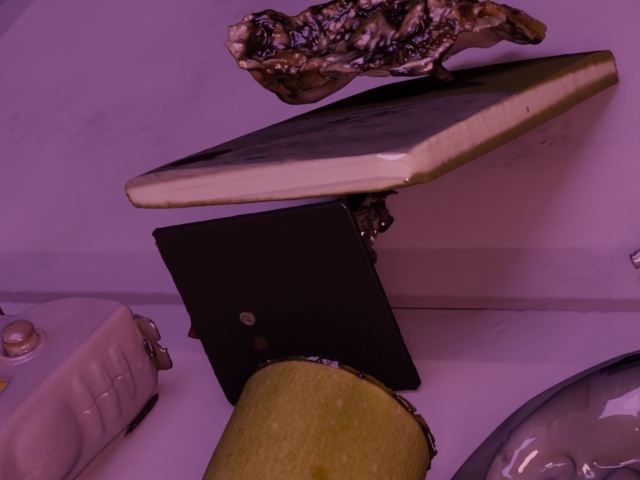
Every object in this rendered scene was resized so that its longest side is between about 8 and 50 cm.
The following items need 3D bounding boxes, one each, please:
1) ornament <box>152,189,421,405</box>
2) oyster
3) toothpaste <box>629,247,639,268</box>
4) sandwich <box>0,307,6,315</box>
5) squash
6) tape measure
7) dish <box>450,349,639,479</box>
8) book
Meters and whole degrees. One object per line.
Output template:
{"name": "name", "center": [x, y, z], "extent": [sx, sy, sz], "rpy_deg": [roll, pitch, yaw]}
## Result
{"name": "ornament", "center": [0.000, 0.000, 1.312], "extent": [0.166, 0.153, 0.196], "rpy_deg": [-7, 28, 27]}
{"name": "oyster", "center": [0.063, -0.161, 1.451], "extent": [0.214, 0.083, 0.223], "rpy_deg": [-6, 4, 30]}
{"name": "toothpaste", "center": [0.286, -0.022, 1.227], "extent": [0.170, 0.028, 0.045], "rpy_deg": [-26, 26, -1]}
{"name": "sandwich", "center": [-0.361, 0.098, 1.443], "extent": [0.187, 0.117, 0.144], "rpy_deg": [-12, 38, 19]}
{"name": "squash", "center": [-0.028, 0.195, 1.058], "extent": [0.132, 0.132, 0.247], "rpy_deg": [-5, 39, 30]}
{"name": "tape measure", "center": [-0.253, 0.131, 1.312], "extent": [0.197, 0.120, 0.236], "rpy_deg": [9, 42, 35]}
{"name": "dish", "center": [0.181, 0.153, 0.969], "extent": [0.324, 0.124, 0.324], "rpy_deg": [-19, 33, 13]}
{"name": "book", "center": [0.046, -0.085, 1.348], "extent": [0.239, 0.035, 0.352], "rpy_deg": [-5, 14, 33]}
